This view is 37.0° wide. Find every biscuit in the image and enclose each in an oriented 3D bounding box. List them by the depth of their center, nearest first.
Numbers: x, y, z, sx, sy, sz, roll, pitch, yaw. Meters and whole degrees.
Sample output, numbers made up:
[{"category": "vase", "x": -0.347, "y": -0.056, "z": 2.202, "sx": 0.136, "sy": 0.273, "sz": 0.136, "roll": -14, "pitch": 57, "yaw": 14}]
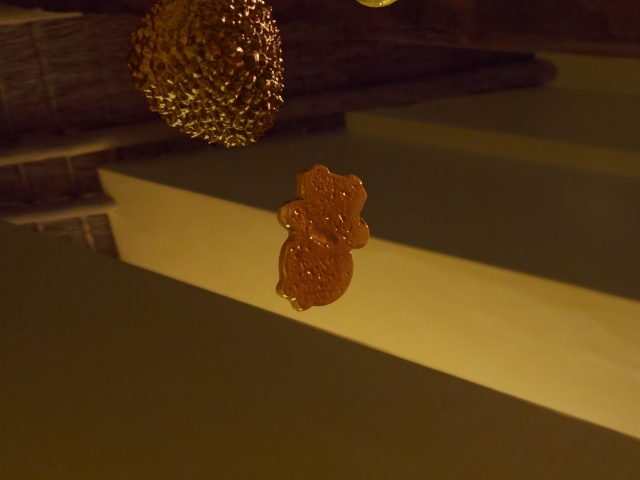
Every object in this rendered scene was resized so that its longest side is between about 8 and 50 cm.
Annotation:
[{"category": "biscuit", "x": 0.000, "y": 0.000, "z": 1.460, "sx": 0.165, "sy": 0.036, "sz": 0.226, "roll": 14, "pitch": -100, "yaw": -34}]

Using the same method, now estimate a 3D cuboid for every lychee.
[{"category": "lychee", "x": -0.165, "y": -0.270, "z": 1.489, "sx": 0.271, "sy": 0.271, "sz": 0.272, "roll": -19, "pitch": -65, "yaw": -46}]

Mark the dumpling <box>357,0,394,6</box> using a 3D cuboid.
[{"category": "dumpling", "x": 0.070, "y": -0.394, "z": 1.379, "sx": 0.150, "sy": 0.177, "sz": 0.092, "roll": -31, "pitch": -31, "yaw": 13}]
